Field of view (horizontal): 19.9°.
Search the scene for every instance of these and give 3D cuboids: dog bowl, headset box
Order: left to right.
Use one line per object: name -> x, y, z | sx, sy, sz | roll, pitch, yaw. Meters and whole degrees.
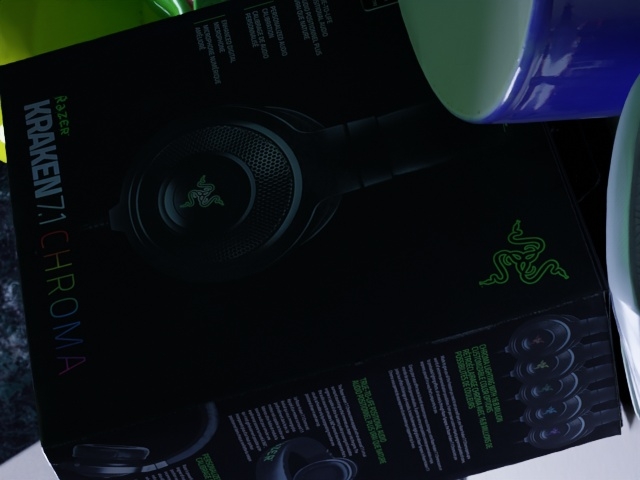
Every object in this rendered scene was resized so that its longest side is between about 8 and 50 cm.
headset box -> 0.000, 0.000, 0.918 | 0.131, 0.283, 0.246 | 72, -176, -53
dog bowl -> 0.097, -0.180, 0.726 | 0.265, 0.104, 0.265 | 173, 90, -79

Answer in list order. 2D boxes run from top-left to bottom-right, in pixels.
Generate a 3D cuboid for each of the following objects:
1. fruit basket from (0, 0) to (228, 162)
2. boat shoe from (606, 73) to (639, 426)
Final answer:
fruit basket -> -0.120, -0.133, 1.217 | 0.283, 0.392, 0.392 | -133, 37, -73
boat shoe -> 0.141, 0.040, 0.678 | 0.076, 0.083, 0.226 | -170, 73, -78
